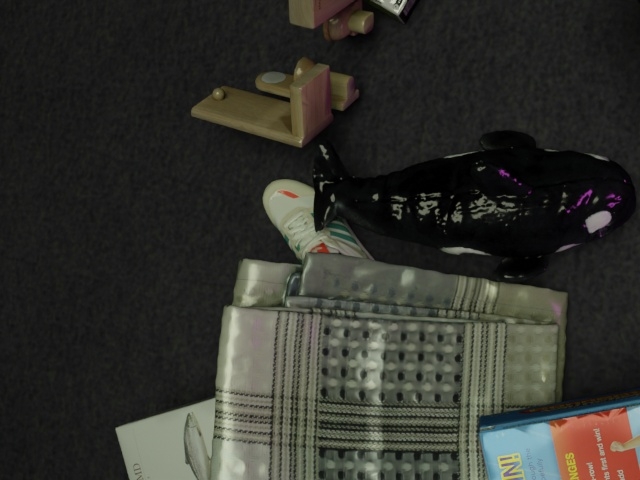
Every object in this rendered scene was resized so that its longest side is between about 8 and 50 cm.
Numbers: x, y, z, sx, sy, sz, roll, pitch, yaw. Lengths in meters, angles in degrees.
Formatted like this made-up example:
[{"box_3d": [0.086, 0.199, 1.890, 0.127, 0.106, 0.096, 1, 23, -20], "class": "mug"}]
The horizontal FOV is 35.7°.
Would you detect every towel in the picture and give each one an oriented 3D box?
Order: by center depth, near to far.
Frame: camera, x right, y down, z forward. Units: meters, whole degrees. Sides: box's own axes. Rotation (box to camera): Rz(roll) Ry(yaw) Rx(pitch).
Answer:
[{"box_3d": [0.062, 0.176, 0.844, 0.312, 0.056, 0.324, 6, 79, -8], "class": "towel"}]

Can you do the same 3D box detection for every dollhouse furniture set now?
[{"box_3d": [-0.035, -0.197, 0.918, 0.123, 0.144, 0.151, 18, 130, 26], "class": "dollhouse furniture set"}]

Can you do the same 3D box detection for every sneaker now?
[{"box_3d": [0.000, 0.000, 0.937, 0.057, 0.075, 0.161, -42, 78, 9], "class": "sneaker"}]

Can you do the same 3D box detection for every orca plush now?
[{"box_3d": [0.132, -0.059, 0.868, 0.287, 0.102, 0.151, 14, 66, 13], "class": "orca plush"}]

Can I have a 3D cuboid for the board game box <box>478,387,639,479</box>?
[{"box_3d": [0.300, 0.262, 0.765, 0.301, 0.086, 0.308, -12, 86, 9], "class": "board game box"}]

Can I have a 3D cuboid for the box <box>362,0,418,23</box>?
[{"box_3d": [0.085, -0.326, 0.953, 0.114, 0.036, 0.207, 33, 96, 15], "class": "box"}]

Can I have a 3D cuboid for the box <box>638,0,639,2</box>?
[{"box_3d": [0.324, -0.179, 0.794, 0.093, 0.156, 0.158, -38, 62, 21], "class": "box"}]

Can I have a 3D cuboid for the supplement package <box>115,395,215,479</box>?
[{"box_3d": [-0.080, 0.194, 0.932, 0.179, 0.105, 0.105, -19, 84, 14], "class": "supplement package"}]
